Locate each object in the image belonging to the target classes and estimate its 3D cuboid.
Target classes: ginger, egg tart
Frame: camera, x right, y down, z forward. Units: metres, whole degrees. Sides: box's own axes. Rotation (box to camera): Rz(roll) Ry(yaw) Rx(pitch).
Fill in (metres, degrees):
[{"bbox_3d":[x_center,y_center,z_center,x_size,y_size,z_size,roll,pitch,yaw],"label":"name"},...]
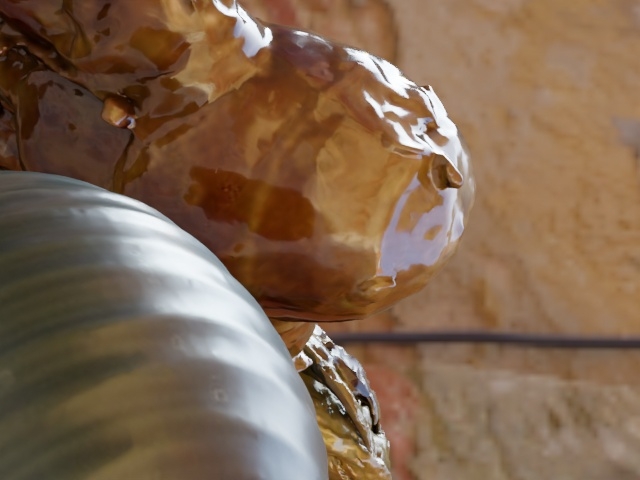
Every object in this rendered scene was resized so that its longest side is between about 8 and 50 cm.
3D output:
[{"bbox_3d":[-0.100,-0.032,1.040,0.357,0.274,0.152,-30,-149,55],"label":"ginger"},{"bbox_3d":[-0.041,0.121,1.694,0.132,0.297,0.297,-54,-161,-16],"label":"egg tart"}]

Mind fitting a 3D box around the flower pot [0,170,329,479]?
[{"bbox_3d":[-0.098,0.080,0.696,0.243,0.157,0.189,49,-61,42],"label":"flower pot"}]
